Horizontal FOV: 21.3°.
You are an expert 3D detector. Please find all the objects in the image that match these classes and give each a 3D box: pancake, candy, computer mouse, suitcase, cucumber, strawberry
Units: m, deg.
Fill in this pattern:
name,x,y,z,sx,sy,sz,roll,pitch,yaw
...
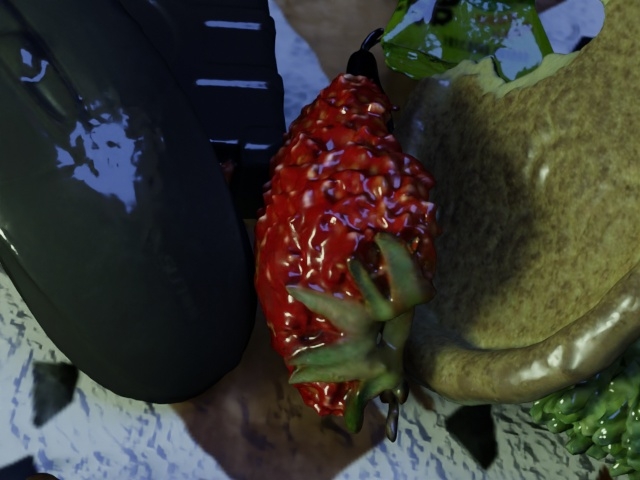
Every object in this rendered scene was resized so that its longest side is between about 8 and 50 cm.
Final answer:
name,x,y,z,sx,sy,sz,roll,pitch,yaw
pancake,0.123,-0.045,0.922,0.033,0.286,0.288,21,0,-33
candy,0.099,-0.173,1.188,0.149,0.069,0.246,11,43,-12
computer mouse,-0.128,-0.037,0.940,0.137,0.086,0.270,-30,84,-19
suitcase,-0.166,-0.109,1.065,0.285,0.066,0.206,2,49,-13
cucumber,0.029,-0.077,1.104,0.043,0.039,0.163,-10,52,5
strawberry,-0.005,0.000,0.964,0.087,0.167,0.208,5,29,-21

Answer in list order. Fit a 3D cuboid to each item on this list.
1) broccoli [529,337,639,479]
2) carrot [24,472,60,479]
name,x,y,z,sx,sy,sz,roll,pitch,yaw
broccoli,0.272,0.010,0.970,0.324,0.272,0.334,5,49,-35
carrot,-0.107,0.183,0.851,0.035,0.036,0.165,-22,61,-29
